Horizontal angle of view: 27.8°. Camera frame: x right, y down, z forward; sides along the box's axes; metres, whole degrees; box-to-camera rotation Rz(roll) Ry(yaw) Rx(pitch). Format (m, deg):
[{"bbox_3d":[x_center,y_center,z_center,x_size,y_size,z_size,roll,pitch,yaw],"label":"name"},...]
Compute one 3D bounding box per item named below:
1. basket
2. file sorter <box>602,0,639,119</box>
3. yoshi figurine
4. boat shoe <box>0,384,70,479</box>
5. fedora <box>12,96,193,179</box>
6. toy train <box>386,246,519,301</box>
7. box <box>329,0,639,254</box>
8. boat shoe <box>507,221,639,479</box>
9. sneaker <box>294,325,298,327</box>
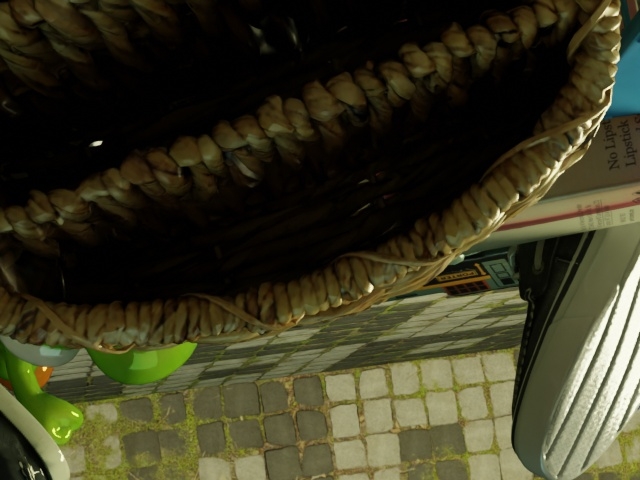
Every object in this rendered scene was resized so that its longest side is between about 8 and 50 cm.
[{"bbox_3d":[-0.031,-0.073,0.530,0.299,0.213,0.223,-20,170,0],"label":"basket"},{"bbox_3d":[0.209,-0.146,0.734,0.118,0.104,0.170,-7,168,-4],"label":"file sorter"},{"bbox_3d":[-0.219,0.076,1.206,0.203,0.203,0.362,-19,-178,-21],"label":"yoshi figurine"},{"bbox_3d":[-0.385,0.137,1.175,0.113,0.340,0.127,-42,170,-33],"label":"boat shoe"},{"bbox_3d":[-0.188,-0.049,0.797,0.334,0.152,0.334,-9,169,-2],"label":"fedora"},{"bbox_3d":[0.043,-0.007,1.136,0.334,0.142,0.190,-12,155,18],"label":"toy train"},{"bbox_3d":[0.114,-0.077,0.897,0.232,0.148,0.127,-11,168,11],"label":"box"},{"bbox_3d":[0.207,0.017,0.999,0.119,0.335,0.121,15,170,43],"label":"boat shoe"},{"bbox_3d":[-0.077,0.050,1.386,0.293,0.102,0.146,-14,-162,-9],"label":"sneaker"}]
